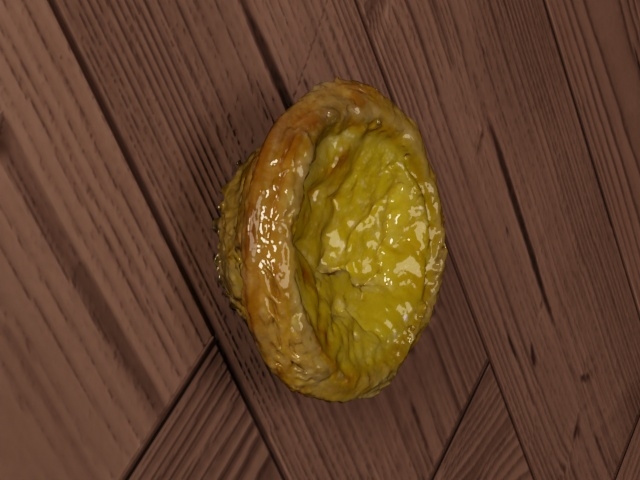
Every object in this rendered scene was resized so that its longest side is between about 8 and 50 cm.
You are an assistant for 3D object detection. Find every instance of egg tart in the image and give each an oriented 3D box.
[{"bbox_3d":[0.000,0.000,0.962,0.191,0.074,0.191,-2,92,-58],"label":"egg tart"}]
